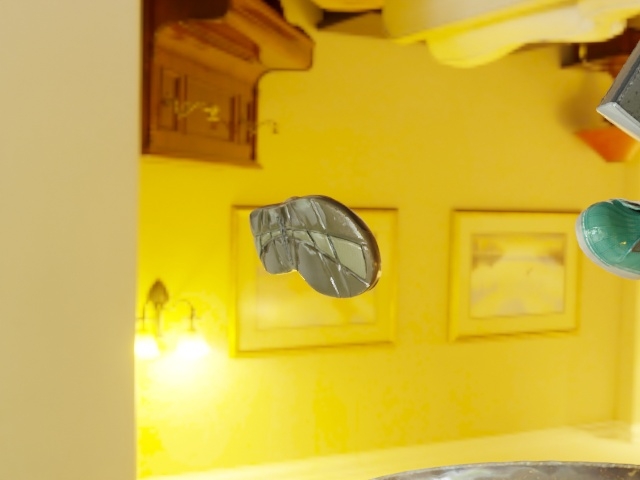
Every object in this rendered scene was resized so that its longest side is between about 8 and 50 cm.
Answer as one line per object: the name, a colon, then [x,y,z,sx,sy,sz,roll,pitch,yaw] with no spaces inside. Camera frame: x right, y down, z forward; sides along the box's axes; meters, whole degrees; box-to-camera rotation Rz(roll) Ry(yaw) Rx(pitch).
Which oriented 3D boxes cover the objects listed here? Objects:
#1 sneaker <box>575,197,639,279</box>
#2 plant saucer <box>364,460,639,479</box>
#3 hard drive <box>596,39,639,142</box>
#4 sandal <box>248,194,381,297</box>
sneaker: [0.468,-0.010,1.194,0.302,0.108,0.121,8,155,-19]
plant saucer: [0.145,0.198,0.565,0.310,0.050,0.310,5,151,3]
hard drive: [0.509,-0.170,1.235,0.254,0.172,0.054,32,-167,5]
sandal: [0.000,0.000,0.873,0.060,0.090,0.219,-15,-174,-25]
